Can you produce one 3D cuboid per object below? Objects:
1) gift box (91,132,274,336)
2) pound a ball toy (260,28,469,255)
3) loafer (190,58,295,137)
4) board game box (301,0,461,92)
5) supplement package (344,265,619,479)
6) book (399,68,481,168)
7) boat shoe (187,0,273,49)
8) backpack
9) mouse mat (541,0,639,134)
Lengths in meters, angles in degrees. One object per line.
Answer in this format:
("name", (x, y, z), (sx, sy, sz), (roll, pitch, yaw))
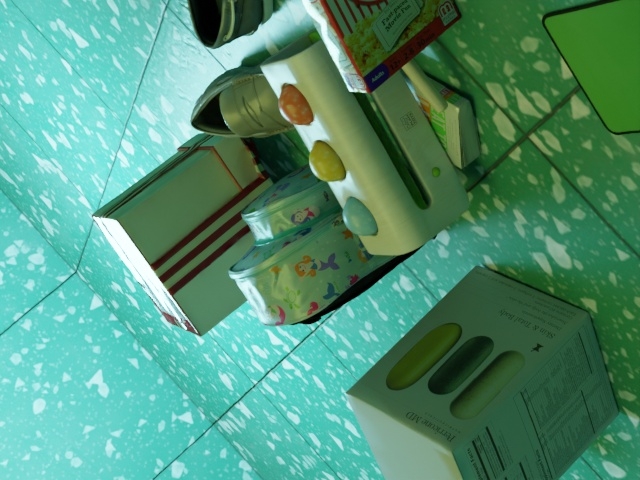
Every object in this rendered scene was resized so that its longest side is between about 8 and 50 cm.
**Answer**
("gift box", (-0.157, -0.015, 2.191), (0.255, 0.258, 0.276), (57, 165, -18))
("pound a ball toy", (0.049, -0.138, 1.699), (0.319, 0.135, 0.208), (59, 158, -15))
("loafer", (-0.078, -0.184, 1.963), (0.112, 0.111, 0.319), (55, 157, -16))
("board game box", (0.049, -0.276, 1.527), (0.045, 0.147, 0.193), (14, 140, 55))
("supplement package", (0.212, 0.210, 1.868), (0.199, 0.262, 0.198), (24, 148, 45))
("book", (0.126, -0.160, 1.737), (0.144, 0.035, 0.096), (35, 153, 36))
("boat shoe", (-0.133, -0.365, 1.783), (0.116, 0.099, 0.319), (36, 155, 29))
("backpack", (0.000, 0.000, 1.932), (0.191, 0.253, 0.225), (53, 158, -12))
("mouse mat", (0.306, -0.170, 1.410), (0.153, 0.007, 0.189), (55, 158, -16))
